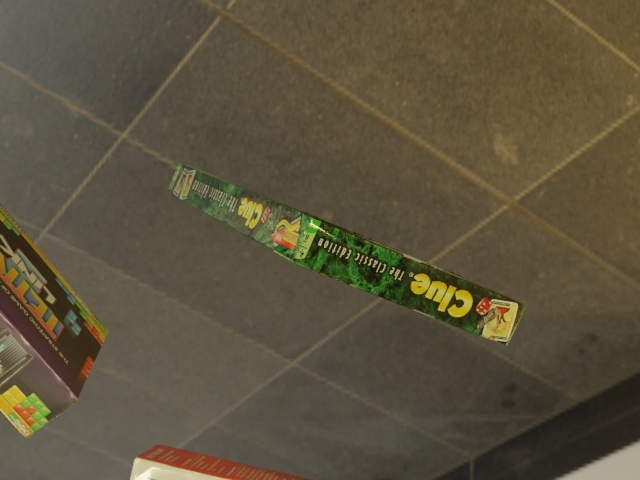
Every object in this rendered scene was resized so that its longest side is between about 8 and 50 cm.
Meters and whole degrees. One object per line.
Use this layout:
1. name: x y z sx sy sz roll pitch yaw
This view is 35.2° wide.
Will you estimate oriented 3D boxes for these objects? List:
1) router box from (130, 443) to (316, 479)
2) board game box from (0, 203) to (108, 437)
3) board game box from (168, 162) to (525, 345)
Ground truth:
1. router box: -0.056 0.392 0.948 0.301 0.335 0.082 11 179 6
2. board game box: -0.226 0.034 0.697 0.048 0.141 0.170 -37 104 4
3. board game box: 0.000 0.000 0.621 0.136 0.260 0.030 19 92 -23
